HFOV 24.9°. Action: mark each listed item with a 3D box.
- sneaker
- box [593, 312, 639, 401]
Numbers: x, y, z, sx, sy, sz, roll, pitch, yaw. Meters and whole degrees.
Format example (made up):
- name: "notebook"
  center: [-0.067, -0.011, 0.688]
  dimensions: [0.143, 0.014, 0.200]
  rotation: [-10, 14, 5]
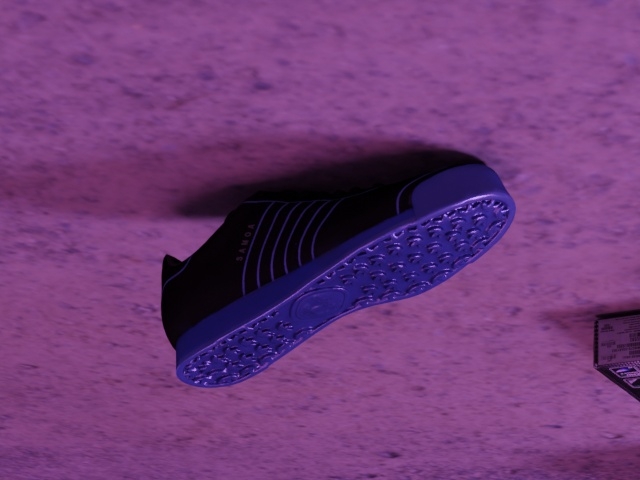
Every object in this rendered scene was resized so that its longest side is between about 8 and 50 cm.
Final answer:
- name: "sneaker"
  center: [0.000, 0.000, 0.861]
  dimensions: [0.232, 0.090, 0.081]
  rotation: [-27, 147, 17]
- name: "box"
  center: [0.323, 0.093, 1.065]
  dimensions: [0.190, 0.045, 0.184]
  rotation: [-10, 151, 31]
